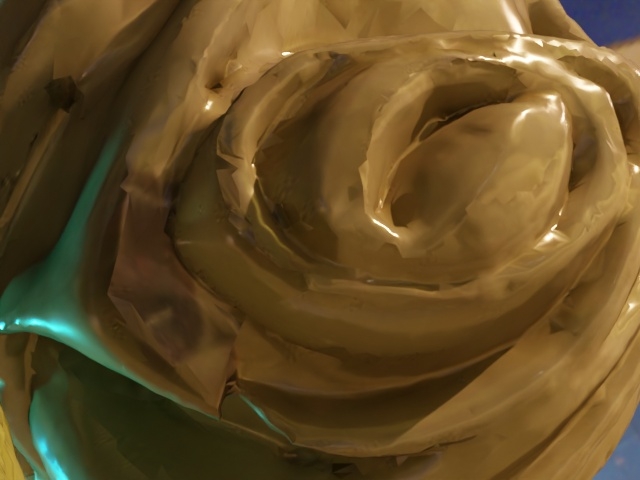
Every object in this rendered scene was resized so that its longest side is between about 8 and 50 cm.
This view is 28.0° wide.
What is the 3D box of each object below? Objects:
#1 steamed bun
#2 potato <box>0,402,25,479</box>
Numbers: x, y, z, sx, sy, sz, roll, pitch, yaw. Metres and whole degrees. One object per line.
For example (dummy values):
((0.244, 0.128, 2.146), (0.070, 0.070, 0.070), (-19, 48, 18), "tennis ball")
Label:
((0.000, 0.000, 0.557), (0.343, 0.367, 0.255), (-21, -4, -12), "steamed bun")
((-0.182, 0.113, 0.205), (0.280, 0.212, 0.330), (-14, 8, -11), "potato")
